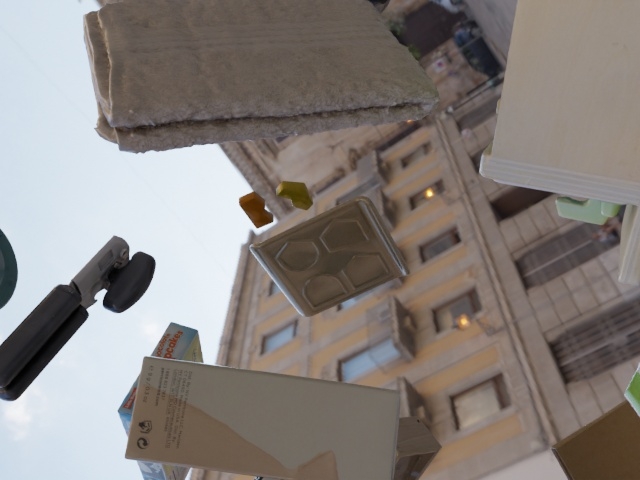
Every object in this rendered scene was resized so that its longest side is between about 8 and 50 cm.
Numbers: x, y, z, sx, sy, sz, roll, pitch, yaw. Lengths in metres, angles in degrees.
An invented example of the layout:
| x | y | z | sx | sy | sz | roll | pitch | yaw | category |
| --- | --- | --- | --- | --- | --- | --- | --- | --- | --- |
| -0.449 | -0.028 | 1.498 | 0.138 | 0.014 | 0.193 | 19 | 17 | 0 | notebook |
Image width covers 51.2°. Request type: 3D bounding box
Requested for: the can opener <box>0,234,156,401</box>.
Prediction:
| x | y | z | sx | sy | sz | roll | pitch | yaw | category |
| --- | --- | --- | --- | --- | --- | --- | --- | --- | --- |
| -0.344 | 0.107 | 0.948 | 0.283 | 0.095 | 0.076 | -57 | -22 | -36 | can opener |

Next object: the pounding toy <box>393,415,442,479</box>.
| x | y | z | sx | sy | sz | roll | pitch | yaw | category |
| --- | --- | --- | --- | --- | --- | --- | --- | --- | --- |
| 0.095 | 0.358 | 1.102 | 0.130 | 0.141 | 0.100 | 10 | -152 | -42 | pounding toy |

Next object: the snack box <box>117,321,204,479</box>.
| x | y | z | sx | sy | sz | roll | pitch | yaw | category |
| --- | --- | --- | --- | --- | --- | --- | --- | --- | --- |
| -0.270 | 0.319 | 1.215 | 0.322 | 0.060 | 0.187 | 93 | -164 | -46 | snack box |

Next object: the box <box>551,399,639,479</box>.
| x | y | z | sx | sy | sz | roll | pitch | yaw | category |
| --- | --- | --- | --- | --- | --- | --- | --- | --- | --- |
| 0.488 | 0.352 | 1.059 | 0.164 | 0.201 | 0.021 | 61 | 166 | 7 | box |

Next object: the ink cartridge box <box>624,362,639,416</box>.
| x | y | z | sx | sy | sz | roll | pitch | yaw | category |
| --- | --- | --- | --- | --- | --- | --- | --- | --- | --- |
| 0.425 | 0.140 | 0.654 | 0.255 | 0.097 | 0.189 | 90 | 162 | -44 | ink cartridge box |

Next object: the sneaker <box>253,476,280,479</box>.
| x | y | z | sx | sy | sz | roll | pitch | yaw | category |
| --- | --- | --- | --- | --- | --- | --- | --- | --- | --- |
| -0.037 | 0.413 | 0.943 | 0.178 | 0.124 | 0.295 | 41 | -135 | 5 | sneaker |

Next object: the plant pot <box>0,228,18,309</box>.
| x | y | z | sx | sy | sz | roll | pitch | yaw | category |
| --- | --- | --- | --- | --- | --- | --- | --- | --- | --- |
| -0.622 | 0.067 | 1.024 | 0.271 | 0.255 | 0.271 | 48 | -151 | -38 | plant pot |

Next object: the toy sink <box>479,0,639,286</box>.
| x | y | z | sx | sy | sz | roll | pitch | yaw | category |
| --- | --- | --- | --- | --- | --- | --- | --- | --- | --- |
| 0.208 | -0.106 | 0.521 | 0.153 | 0.131 | 0.234 | -40 | -42 | -57 | toy sink |

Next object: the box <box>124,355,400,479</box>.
| x | y | z | sx | sy | sz | roll | pitch | yaw | category |
| --- | --- | --- | --- | --- | --- | --- | --- | --- | --- |
| -0.066 | 0.227 | 0.836 | 0.148 | 0.311 | 0.121 | 98 | 180 | -77 | box |

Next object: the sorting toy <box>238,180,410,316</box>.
| x | y | z | sx | sy | sz | roll | pitch | yaw | category |
| --- | --- | --- | --- | --- | --- | --- | --- | --- | --- |
| 0.000 | 0.000 | 1.155 | 0.041 | 0.229 | 0.307 | -99 | -18 | -47 | sorting toy |

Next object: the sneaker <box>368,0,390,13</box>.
| x | y | z | sx | sy | sz | roll | pitch | yaw | category |
| --- | --- | --- | --- | --- | --- | --- | --- | --- | --- |
| 0.018 | -0.390 | 0.874 | 0.234 | 0.078 | 0.106 | 49 | 161 | -14 | sneaker |

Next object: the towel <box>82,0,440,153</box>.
| x | y | z | sx | sy | sz | roll | pitch | yaw | category |
| --- | --- | --- | --- | --- | --- | --- | --- | --- | --- |
| -0.055 | -0.152 | 0.580 | 0.049 | 0.282 | 0.187 | 99 | 156 | -44 | towel |
